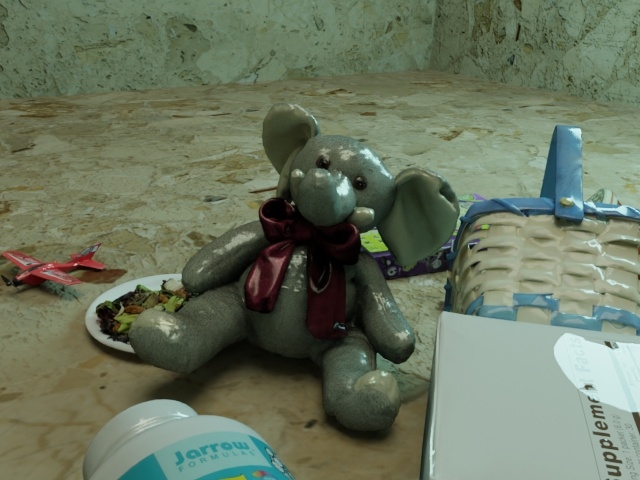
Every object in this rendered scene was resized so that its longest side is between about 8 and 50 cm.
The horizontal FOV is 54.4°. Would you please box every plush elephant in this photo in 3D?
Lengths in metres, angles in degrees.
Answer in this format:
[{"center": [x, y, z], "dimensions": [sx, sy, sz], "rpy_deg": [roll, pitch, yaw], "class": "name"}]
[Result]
[{"center": [0.000, 0.000, 0.683], "dimensions": [0.271, 0.256, 0.330], "rpy_deg": [18, 21, 9], "class": "plush elephant"}]

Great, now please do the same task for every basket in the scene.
[{"center": [0.226, 0.058, 0.626], "dimensions": [0.201, 0.255, 0.289], "rpy_deg": [4, 41, 12], "class": "basket"}]

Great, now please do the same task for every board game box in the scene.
[{"center": [0.176, -0.014, 1.036], "dimensions": [0.346, 0.056, 0.208], "rpy_deg": [-7, 29, -23], "class": "board game box"}]

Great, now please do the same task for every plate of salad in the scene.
[{"center": [-0.185, 0.077, 0.768], "dimensions": [0.199, 0.048, 0.200], "rpy_deg": [3, 23, -1], "class": "plate of salad"}]

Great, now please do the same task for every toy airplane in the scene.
[{"center": [-0.366, 0.036, 0.863], "dimensions": [0.151, 0.028, 0.151], "rpy_deg": [4, 23, -2], "class": "toy airplane"}]

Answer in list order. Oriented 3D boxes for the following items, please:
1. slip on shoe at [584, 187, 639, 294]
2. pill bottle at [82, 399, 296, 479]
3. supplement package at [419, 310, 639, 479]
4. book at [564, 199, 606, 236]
[{"center": [0.452, 0.002, 0.979], "dimensions": [0.101, 0.123, 0.331], "rpy_deg": [40, 20, -2], "class": "slip on shoe"}, {"center": [-0.059, 0.203, 0.362], "dimensions": [0.146, 0.146, 0.264], "rpy_deg": [-12, 27, -32], "class": "pill bottle"}, {"center": [0.212, 0.180, 0.405], "dimensions": [0.292, 0.178, 0.175], "rpy_deg": [5, 26, 10], "class": "supplement package"}, {"center": [0.342, 0.008, 0.907], "dimensions": [0.035, 0.144, 0.096], "rpy_deg": [50, 29, -5], "class": "book"}]
